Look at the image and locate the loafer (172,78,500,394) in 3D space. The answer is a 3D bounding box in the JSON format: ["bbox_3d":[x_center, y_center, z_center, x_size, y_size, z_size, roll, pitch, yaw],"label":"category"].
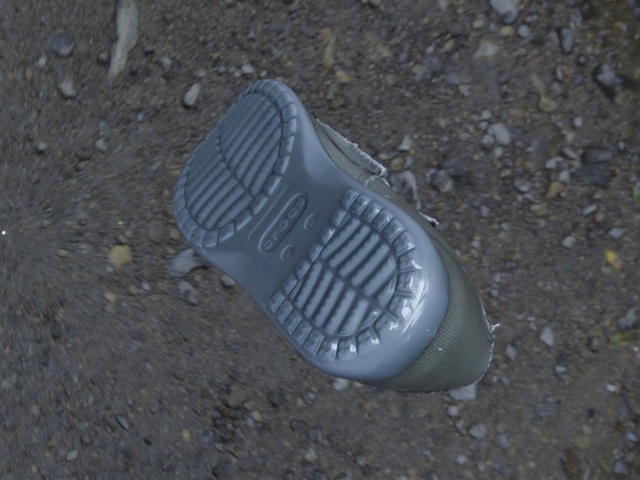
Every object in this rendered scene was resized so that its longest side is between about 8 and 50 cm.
[{"bbox_3d":[0.000,0.000,0.463,0.087,0.251,0.094,36,100,-35],"label":"loafer"}]
